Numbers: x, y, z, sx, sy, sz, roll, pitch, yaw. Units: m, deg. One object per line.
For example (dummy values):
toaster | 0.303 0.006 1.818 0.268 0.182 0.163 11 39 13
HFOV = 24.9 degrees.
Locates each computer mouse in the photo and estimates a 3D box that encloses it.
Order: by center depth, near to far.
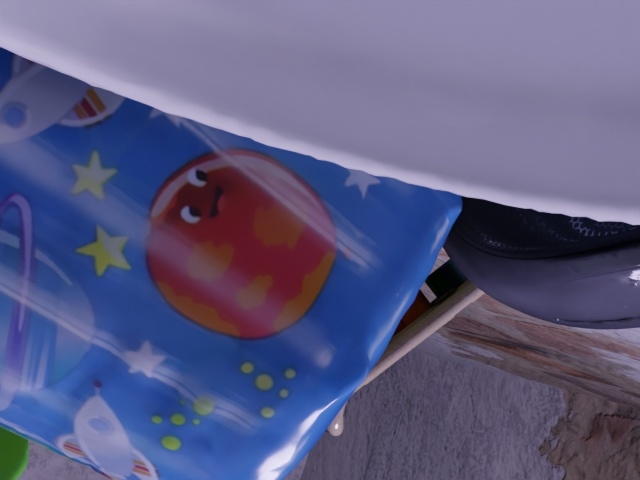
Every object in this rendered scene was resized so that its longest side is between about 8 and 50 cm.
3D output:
computer mouse | 0.157 0.010 0.722 0.272 0.072 0.188 8 170 46

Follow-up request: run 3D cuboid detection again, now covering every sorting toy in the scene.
sorting toy | 0.074 0.046 1.032 0.041 0.229 0.307 48 174 3

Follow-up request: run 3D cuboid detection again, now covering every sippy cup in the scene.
sippy cup | -0.079 -0.021 0.538 0.224 0.240 0.305 36 159 -6

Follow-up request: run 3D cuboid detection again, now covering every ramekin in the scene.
ramekin | -0.007 -0.109 0.290 0.277 0.135 0.277 19 174 2
